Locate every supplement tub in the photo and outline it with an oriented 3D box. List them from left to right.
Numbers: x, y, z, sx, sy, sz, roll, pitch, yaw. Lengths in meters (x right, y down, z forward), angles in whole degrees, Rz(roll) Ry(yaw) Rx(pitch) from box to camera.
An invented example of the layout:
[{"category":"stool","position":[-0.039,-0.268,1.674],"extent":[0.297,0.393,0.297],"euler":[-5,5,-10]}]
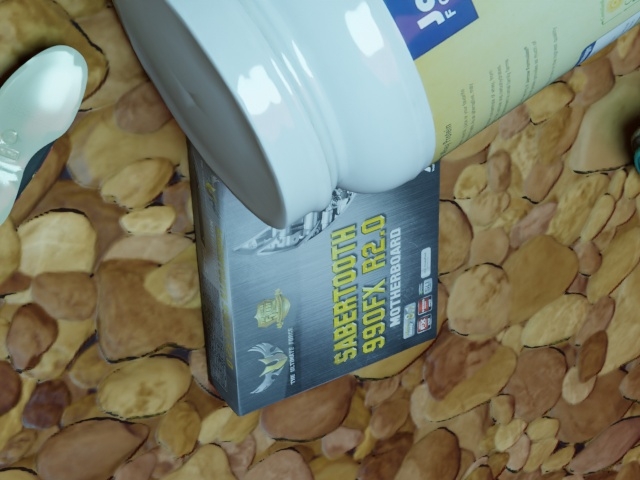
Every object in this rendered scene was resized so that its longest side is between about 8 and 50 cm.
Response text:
[{"category":"supplement tub","position":[0.051,-0.171,0.907],"extent":[0.316,0.228,0.228],"euler":[-35,133,-13]}]

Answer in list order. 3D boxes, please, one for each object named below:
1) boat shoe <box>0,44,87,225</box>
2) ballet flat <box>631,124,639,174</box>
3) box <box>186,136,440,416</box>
[{"category":"boat shoe","position":[-0.191,-0.067,0.934],"extent":[0.049,0.042,0.133],"euler":[29,100,-18]},{"category":"ballet flat","position":[0.377,-0.057,1.308],"extent":[0.342,0.116,0.124],"euler":[37,74,-44]},{"category":"box","position":[0.000,0.000,1.101],"extent":[0.183,0.056,0.231],"euler":[-19,127,-25]}]
